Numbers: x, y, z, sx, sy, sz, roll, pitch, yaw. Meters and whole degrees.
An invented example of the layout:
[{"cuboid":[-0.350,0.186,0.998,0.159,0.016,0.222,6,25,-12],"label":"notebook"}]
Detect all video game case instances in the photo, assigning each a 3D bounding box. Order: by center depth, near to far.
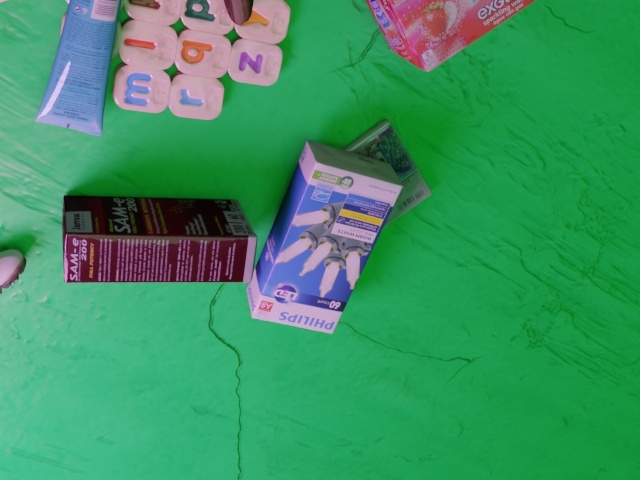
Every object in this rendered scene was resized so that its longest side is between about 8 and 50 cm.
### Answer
[{"cuboid":[0.068,-0.078,1.183,0.157,0.019,0.143,-35,121,2],"label":"video game case"}]

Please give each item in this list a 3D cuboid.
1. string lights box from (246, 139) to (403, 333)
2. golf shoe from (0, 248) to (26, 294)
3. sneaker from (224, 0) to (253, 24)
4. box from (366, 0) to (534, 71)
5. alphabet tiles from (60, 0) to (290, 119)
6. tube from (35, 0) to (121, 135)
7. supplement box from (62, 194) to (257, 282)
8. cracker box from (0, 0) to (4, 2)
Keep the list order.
[{"cuboid":[0.000,0.000,1.148,0.133,0.077,0.260,13,117,-20],"label":"string lights box"},{"cuboid":[-0.477,0.050,1.039,0.186,0.067,0.086,-24,119,-5],"label":"golf shoe"},{"cuboid":[-0.085,-0.351,0.943,0.071,0.066,0.188,-12,119,-14],"label":"sneaker"},{"cuboid":[0.192,-0.346,1.025,0.257,0.128,0.123,-33,121,1],"label":"box"},{"cuboid":[-0.171,-0.294,0.993,0.278,0.021,0.284,4,114,-20],"label":"alphabet tiles"},{"cuboid":[-0.279,-0.225,0.955,0.080,0.052,0.207,13,116,-18],"label":"tube"},{"cuboid":[-0.216,-0.003,1.063,0.239,0.130,0.073,0,115,-19],"label":"supplement box"},{"cuboid":[-0.449,-0.347,0.848,0.155,0.067,0.232,-22,121,-6],"label":"cracker box"}]
